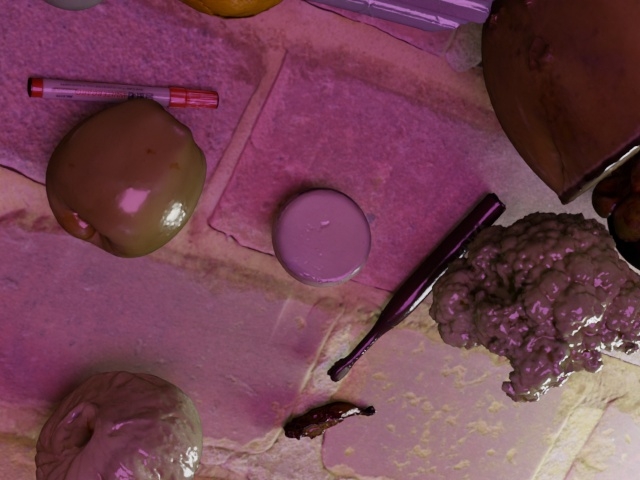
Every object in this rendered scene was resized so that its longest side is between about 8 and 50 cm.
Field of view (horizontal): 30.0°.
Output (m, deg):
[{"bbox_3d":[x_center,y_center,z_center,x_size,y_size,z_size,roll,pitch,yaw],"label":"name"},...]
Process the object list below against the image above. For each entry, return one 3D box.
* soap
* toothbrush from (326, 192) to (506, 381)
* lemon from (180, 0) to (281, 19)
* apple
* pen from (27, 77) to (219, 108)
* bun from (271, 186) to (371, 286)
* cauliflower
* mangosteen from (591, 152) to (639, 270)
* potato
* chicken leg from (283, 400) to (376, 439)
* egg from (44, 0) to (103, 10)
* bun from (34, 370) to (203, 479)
[{"bbox_3d":[0.107,-0.339,1.452,0.230,0.091,0.145,13,149,-5],"label":"soap"},{"bbox_3d":[0.139,0.073,1.745,0.041,0.041,0.364,38,98,-29],"label":"toothbrush"},{"bbox_3d":[-0.105,-0.362,1.365,0.204,0.204,0.260,-20,154,-9],"label":"lemon"},{"bbox_3d":[-0.238,-0.074,1.472,0.200,0.200,0.200,-7,116,-15],"label":"apple"},{"bbox_3d":[-0.246,-0.185,1.505,0.239,0.028,0.028,2,113,-19],"label":"pen"},{"bbox_3d":[0.000,0.000,1.637,0.138,0.094,0.138,1,79,-4],"label":"bun"},{"bbox_3d":[0.321,0.111,1.680,0.327,0.260,0.281,-2,121,12],"label":"cauliflower"},{"bbox_3d":[0.502,-0.043,1.724,0.209,0.210,0.210,-7,116,-15],"label":"mangosteen"},{"bbox_3d":[0.400,-0.294,1.520,0.442,0.385,0.319,-32,85,-12],"label":"potato"},{"bbox_3d":[0.015,0.269,1.796,0.145,0.037,0.062,-19,140,-9],"label":"chicken leg"},{"bbox_3d":[-0.284,-0.354,1.343,0.149,0.149,0.192,-6,118,-16],"label":"egg"},{"bbox_3d":[-0.272,0.274,1.580,0.243,0.244,0.153,-27,137,-5],"label":"bun"}]
